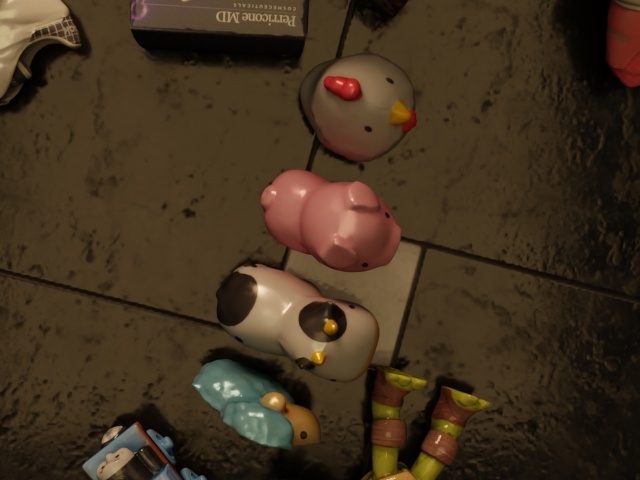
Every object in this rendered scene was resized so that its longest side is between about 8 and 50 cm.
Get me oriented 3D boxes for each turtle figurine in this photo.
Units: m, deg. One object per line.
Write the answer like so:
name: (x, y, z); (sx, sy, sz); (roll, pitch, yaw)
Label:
turtle figurine: (0.083, 0.238, 0.932); (0.269, 0.087, 0.217); (19, 85, -1)

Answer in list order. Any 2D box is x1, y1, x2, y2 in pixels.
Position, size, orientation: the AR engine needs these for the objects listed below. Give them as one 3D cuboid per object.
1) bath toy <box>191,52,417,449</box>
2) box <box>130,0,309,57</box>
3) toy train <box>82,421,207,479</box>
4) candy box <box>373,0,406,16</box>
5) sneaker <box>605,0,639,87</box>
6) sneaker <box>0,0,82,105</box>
bath toy: (0.000, 0.000, 0.888); (0.151, 0.129, 0.348); (19, 90, 7)
box: (-0.082, -0.271, 0.889); (0.153, 0.108, 0.207); (1, 92, -4)
toy train: (-0.135, 0.247, 0.911); (0.080, 0.105, 0.184); (-37, 94, -1)
candy box: (0.109, -0.293, 0.898); (0.053, 0.109, 0.187); (39, 91, -4)
sneaker: (0.397, -0.207, 0.936); (0.313, 0.116, 0.136); (-5, 127, -11)
sneaker: (-0.325, -0.145, 0.896); (0.235, 0.090, 0.095); (-37, 103, 0)
